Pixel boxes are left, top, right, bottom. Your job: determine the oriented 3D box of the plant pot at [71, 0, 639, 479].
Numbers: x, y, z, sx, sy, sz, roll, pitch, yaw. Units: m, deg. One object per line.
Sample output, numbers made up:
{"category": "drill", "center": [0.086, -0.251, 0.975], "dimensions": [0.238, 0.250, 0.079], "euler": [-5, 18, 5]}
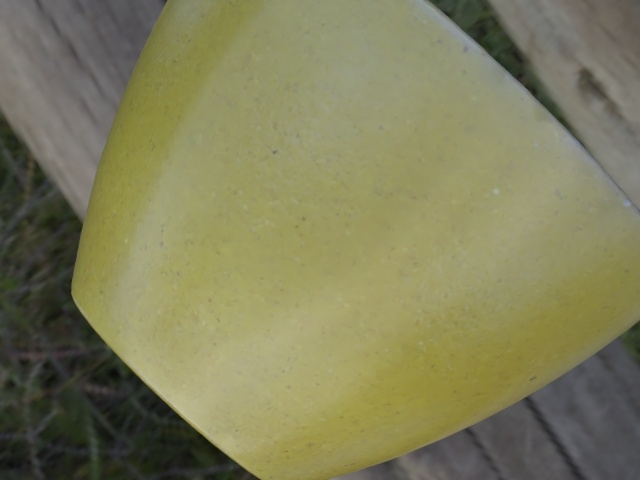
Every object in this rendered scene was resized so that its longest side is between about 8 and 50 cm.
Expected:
{"category": "plant pot", "center": [0.000, 0.000, 0.374], "dimensions": [0.134, 0.134, 0.095], "euler": [42, 89, 5]}
